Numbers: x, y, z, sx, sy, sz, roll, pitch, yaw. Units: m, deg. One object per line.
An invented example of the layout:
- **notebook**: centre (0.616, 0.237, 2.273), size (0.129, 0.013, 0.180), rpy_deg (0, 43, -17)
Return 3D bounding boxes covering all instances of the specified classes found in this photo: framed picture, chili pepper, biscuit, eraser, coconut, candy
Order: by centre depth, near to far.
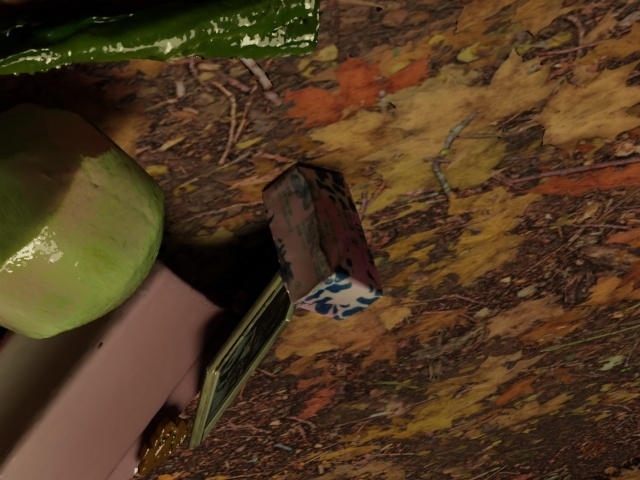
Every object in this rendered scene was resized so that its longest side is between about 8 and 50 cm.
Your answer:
- **chili pepper**: centre (-0.166, -0.164, 1.361), size (0.359, 0.076, 0.085), rpy_deg (-14, 137, -20)
- **coconut**: centre (-0.266, -0.024, 1.441), size (0.205, 0.236, 0.236), rpy_deg (-59, 154, -6)
- **candy**: centre (0.000, 0.000, 1.724), size (0.092, 0.160, 0.073), rpy_deg (17, 135, -43)
- **eraser**: centre (-0.264, 0.176, 1.752), size (0.359, 0.122, 0.272), rpy_deg (-54, 154, -3)
- **biscuit**: centre (-0.174, 0.230, 1.824), size (0.092, 0.016, 0.082), rpy_deg (-12, 135, -60)
- **framed picture**: centre (-0.077, 0.120, 1.899), size (0.232, 0.019, 0.296), rpy_deg (-54, 173, -24)

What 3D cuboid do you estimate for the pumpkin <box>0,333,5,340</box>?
- **pumpkin**: centre (-0.414, 0.229, 1.938), size (0.221, 0.139, 0.317), rpy_deg (-8, 152, -13)
